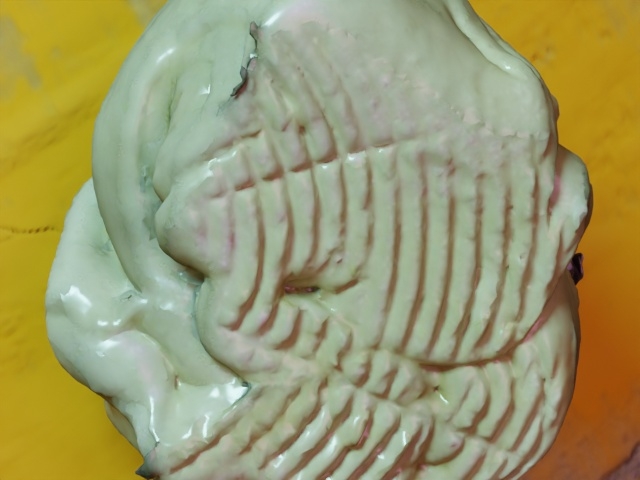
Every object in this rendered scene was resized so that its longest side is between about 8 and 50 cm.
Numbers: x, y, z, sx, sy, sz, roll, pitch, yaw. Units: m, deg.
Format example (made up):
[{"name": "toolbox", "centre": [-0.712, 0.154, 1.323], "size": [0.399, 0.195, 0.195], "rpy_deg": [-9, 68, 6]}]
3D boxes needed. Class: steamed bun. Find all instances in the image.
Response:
[{"name": "steamed bun", "centre": [0.000, 0.000, 1.004], "size": [0.275, 0.206, 0.320], "rpy_deg": [11, 110, -17]}]
